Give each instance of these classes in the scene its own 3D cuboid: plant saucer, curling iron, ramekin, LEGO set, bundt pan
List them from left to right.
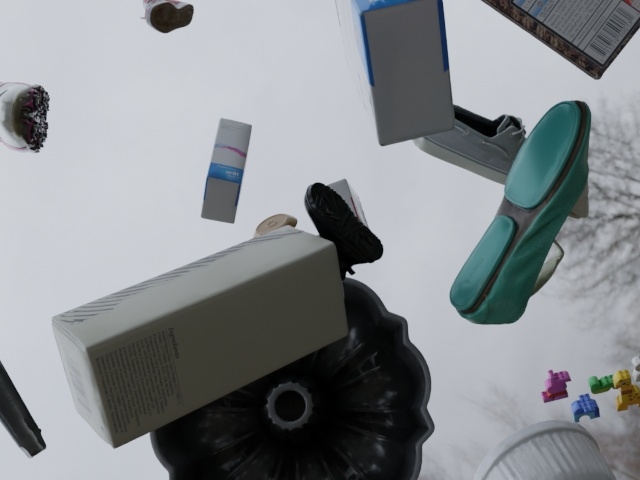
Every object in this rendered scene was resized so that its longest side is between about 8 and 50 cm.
[{"bbox_3d":[-0.284,0.045,0.670,0.035,0.274,0.068,-36,-9,-6],"label":"curling iron"},{"bbox_3d":[-0.079,-0.023,1.473,0.083,0.083,0.015,-46,-58,-34],"label":"plant saucer"},{"bbox_3d":[-0.031,0.200,1.053,0.331,0.330,0.124,-61,-9,-9],"label":"bundt pan"},{"bbox_3d":[0.336,0.375,1.282,0.207,0.109,0.207,-8,-59,-14],"label":"ramekin"},{"bbox_3d":[0.515,0.256,1.577,0.087,0.227,0.093,-98,-9,-50],"label":"LEGO set"}]

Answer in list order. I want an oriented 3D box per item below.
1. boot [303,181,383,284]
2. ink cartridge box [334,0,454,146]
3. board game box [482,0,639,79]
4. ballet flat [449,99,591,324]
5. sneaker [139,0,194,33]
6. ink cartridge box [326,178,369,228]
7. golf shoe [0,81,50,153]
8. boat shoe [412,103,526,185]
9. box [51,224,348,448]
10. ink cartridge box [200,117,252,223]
[{"bbox_3d":[0.000,-0.001,0.964,0.121,0.099,0.045,44,-136,-22],"label":"boot"},{"bbox_3d":[0.073,-0.217,0.938,0.203,0.085,0.148,-103,0,-55],"label":"ink cartridge box"},{"bbox_3d":[0.190,-0.326,0.770,0.232,0.291,0.141,-54,9,20],"label":"board game box"},{"bbox_3d":[0.221,-0.021,0.897,0.087,0.083,0.247,21,-78,-28],"label":"ballet flat"},{"bbox_3d":[-0.222,-0.306,1.169,0.118,0.067,0.042,-43,-30,-68],"label":"sneaker"},{"bbox_3d":[0.058,-0.068,1.938,0.056,0.099,0.135,-20,-16,9],"label":"ink cartridge box"},{"bbox_3d":[-0.315,-0.123,0.874,0.085,0.186,0.068,5,-85,-17],"label":"golf shoe"},{"bbox_3d":[0.241,-0.134,1.207,0.079,0.227,0.081,-77,6,-56],"label":"boat shoe"},{"bbox_3d":[-0.110,0.085,0.865,0.275,0.094,0.113,-21,-65,-31],"label":"box"},{"bbox_3d":[-0.134,-0.100,1.255,0.089,0.052,0.122,107,170,-50],"label":"ink cartridge box"}]
